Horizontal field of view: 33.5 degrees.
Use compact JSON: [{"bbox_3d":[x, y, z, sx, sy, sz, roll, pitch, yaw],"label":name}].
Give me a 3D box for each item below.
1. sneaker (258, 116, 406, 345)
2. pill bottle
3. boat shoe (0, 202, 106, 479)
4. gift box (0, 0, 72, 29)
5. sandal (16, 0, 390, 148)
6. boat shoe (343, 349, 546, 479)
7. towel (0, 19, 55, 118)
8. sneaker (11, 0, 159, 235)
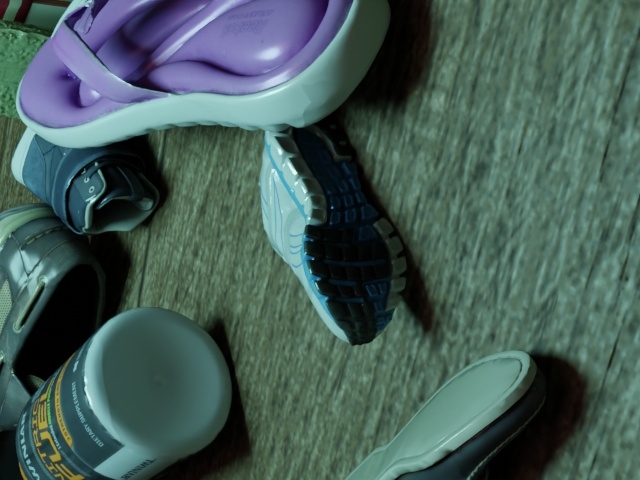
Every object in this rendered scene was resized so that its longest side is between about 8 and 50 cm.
[{"bbox_3d":[0.000,0.000,0.726,0.083,0.071,0.190,117,146,-43],"label":"sneaker"},{"bbox_3d":[-0.186,0.161,0.930,0.246,0.130,0.130,-40,58,48],"label":"pill bottle"},{"bbox_3d":[-0.293,0.141,1.084,0.130,0.132,0.355,34,125,42],"label":"boat shoe"},{"bbox_3d":[-0.328,-0.356,1.019,0.258,0.276,0.255,-52,44,43],"label":"gift box"},{"bbox_3d":[-0.120,-0.165,0.800,0.416,0.102,0.169,3,59,44],"label":"sandal"},{"bbox_3d":[0.075,0.138,0.634,0.065,0.075,0.206,39,127,-4],"label":"boat shoe"},{"bbox_3d":[-0.282,-0.166,1.051,0.110,0.148,0.027,-63,38,33],"label":"towel"},{"bbox_3d":[-0.197,-0.113,0.991,0.163,0.086,0.226,41,115,39],"label":"sneaker"}]
